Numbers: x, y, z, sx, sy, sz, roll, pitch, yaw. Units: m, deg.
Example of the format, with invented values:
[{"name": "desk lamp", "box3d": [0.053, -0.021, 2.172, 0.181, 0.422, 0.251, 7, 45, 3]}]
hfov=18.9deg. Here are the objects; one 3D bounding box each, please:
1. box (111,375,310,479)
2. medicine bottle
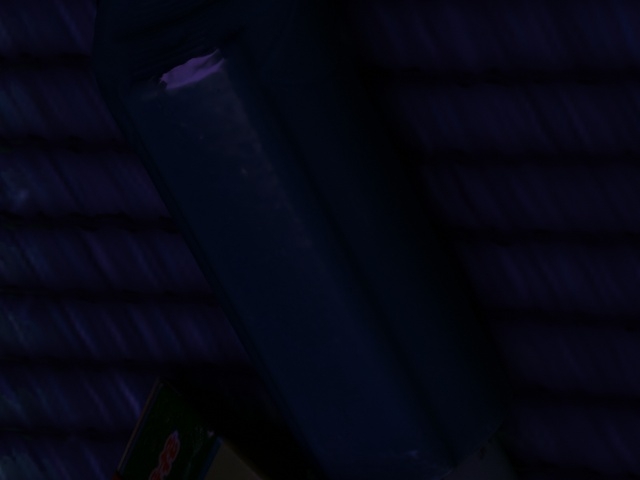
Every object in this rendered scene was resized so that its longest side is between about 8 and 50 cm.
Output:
[{"name": "box", "box3d": [-0.030, 0.147, 0.670, 0.034, 0.235, 0.132, 21, 97, -30]}, {"name": "medicine bottle", "box3d": [0.000, 0.000, 0.692, 0.079, 0.124, 0.258, -21, 111, 15]}]
